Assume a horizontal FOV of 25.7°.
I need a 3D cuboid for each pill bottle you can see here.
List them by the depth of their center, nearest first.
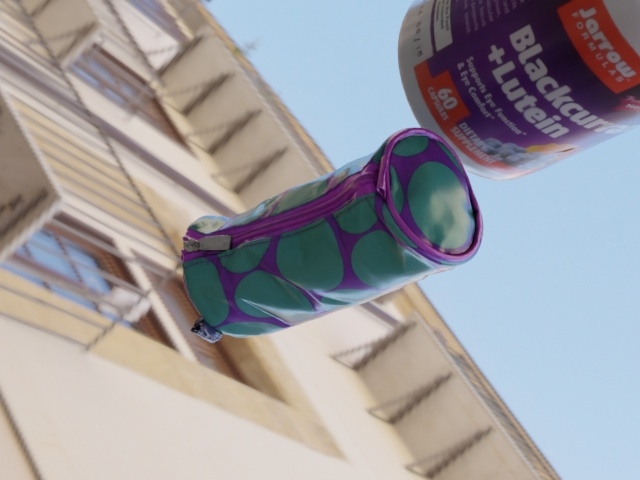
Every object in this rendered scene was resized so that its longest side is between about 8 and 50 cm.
[{"bbox_3d":[0.133,-0.105,0.631,0.193,0.108,0.108,-26,-123,50],"label":"pill bottle"}]

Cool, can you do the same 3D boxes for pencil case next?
[{"bbox_3d":[0.000,0.000,0.641,0.152,0.070,0.064,-22,-125,43],"label":"pencil case"}]
